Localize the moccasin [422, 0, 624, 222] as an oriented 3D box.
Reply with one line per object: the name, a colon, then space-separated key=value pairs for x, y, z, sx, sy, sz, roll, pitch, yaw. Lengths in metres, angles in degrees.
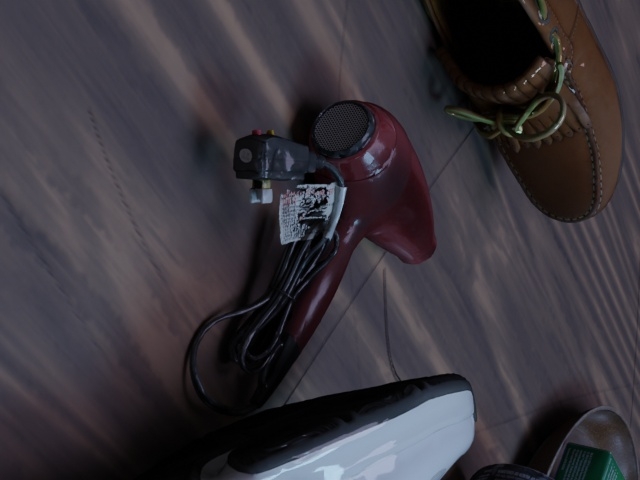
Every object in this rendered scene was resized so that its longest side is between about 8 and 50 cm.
moccasin: x=0.163 y=-0.159 z=1.392 sx=0.147 sy=0.139 sz=0.380 roll=-55 pitch=139 yaw=-35

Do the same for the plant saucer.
plant saucer: x=0.264 y=0.327 z=1.752 sx=0.310 sy=0.050 sz=0.311 roll=-21 pitch=116 yaw=-55

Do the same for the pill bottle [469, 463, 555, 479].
pill bottle: x=0.144 y=0.331 z=1.484 sx=0.246 sy=0.130 sz=0.130 roll=-53 pitch=138 yaw=-37

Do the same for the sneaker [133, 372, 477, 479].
sneaker: x=-0.028 y=0.262 z=1.091 sx=0.447 sy=0.169 sz=0.257 roll=-23 pitch=95 yaw=-45

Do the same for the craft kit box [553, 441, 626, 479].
craft kit box: x=0.269 y=0.376 z=1.679 sx=0.250 sy=0.061 sz=0.247 roll=-65 pitch=147 yaw=-25

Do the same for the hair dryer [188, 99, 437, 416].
hair dryer: x=0.000 y=0.000 z=1.256 sx=0.293 sy=0.080 sz=0.224 roll=-13 pitch=124 yaw=-51
